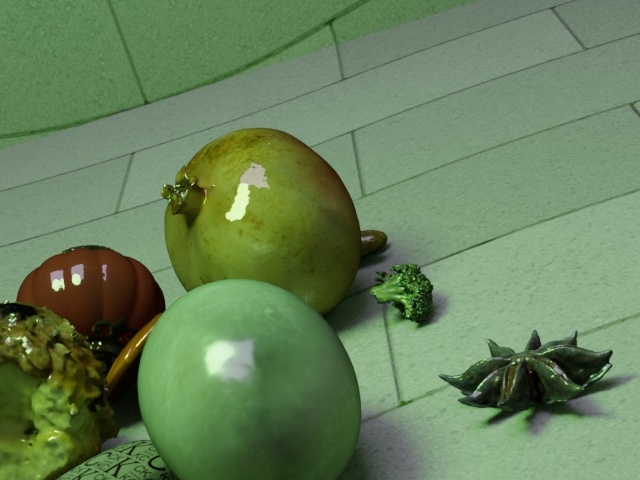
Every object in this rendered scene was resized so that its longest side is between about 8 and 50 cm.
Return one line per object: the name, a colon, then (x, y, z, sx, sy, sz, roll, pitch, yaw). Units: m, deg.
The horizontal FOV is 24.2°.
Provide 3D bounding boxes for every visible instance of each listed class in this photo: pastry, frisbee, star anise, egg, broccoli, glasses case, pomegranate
pastry: (-0.483, 0.210, 1.955, 0.405, 0.292, 0.337, -9, 11, -19)
frisbee: (-0.260, 0.158, 2.123, 0.192, 0.035, 0.192, -50, -5, -6)
star anise: (0.250, 0.165, 1.789, 0.204, 0.061, 0.180, -15, 15, 0)
egg: (-0.086, 0.180, 1.763, 0.258, 0.258, 0.352, -23, 30, -11)
broccoli: (0.116, 0.076, 2.117, 0.092, 0.097, 0.095, -17, -11, -11)
glasses case: (-0.309, 0.348, 1.769, 0.354, 0.085, 0.137, -35, 25, -35)
pomegranate: (-0.093, -0.019, 2.190, 0.319, 0.319, 0.319, -16, 21, 6)

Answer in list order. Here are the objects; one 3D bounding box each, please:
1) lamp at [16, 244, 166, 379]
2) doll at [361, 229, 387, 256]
lamp: (-0.343, 0.114, 2.227, 0.226, 0.227, 0.227, -16, 21, 6)
doll: (0.000, 0.000, 2.383, 0.209, 0.097, 0.137, -10, 16, 8)
